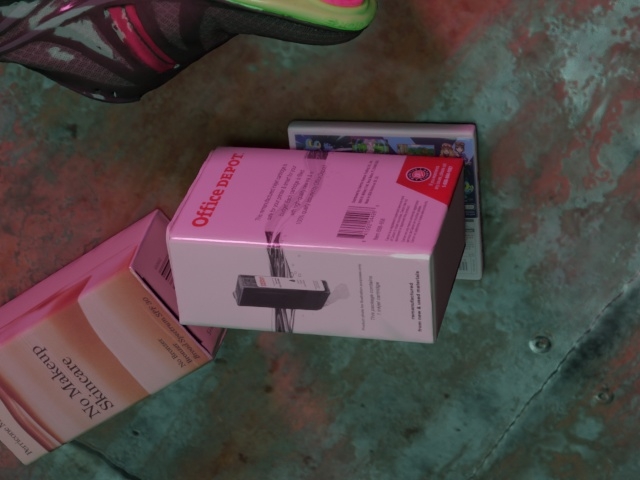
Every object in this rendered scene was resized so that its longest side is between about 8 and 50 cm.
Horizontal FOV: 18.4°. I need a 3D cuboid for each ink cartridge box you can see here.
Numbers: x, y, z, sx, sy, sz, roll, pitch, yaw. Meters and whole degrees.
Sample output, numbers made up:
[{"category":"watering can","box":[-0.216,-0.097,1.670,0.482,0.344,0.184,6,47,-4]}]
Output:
[{"category":"ink cartridge box","box":[0.000,0.000,2.030,0.273,0.197,0.114,4,122,13]}]

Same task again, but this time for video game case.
[{"category":"video game case","box":[0.072,-0.043,2.118,0.201,0.023,0.183,3,122,14]}]

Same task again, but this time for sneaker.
[{"category":"sneaker","box":[-0.169,-0.247,1.987,0.483,0.185,0.202,5,139,16]}]

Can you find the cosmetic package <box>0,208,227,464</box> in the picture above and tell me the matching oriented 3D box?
[{"category":"cosmetic package","box":[-0.259,0.113,2.232,0.296,0.129,0.153,-32,110,29]}]
